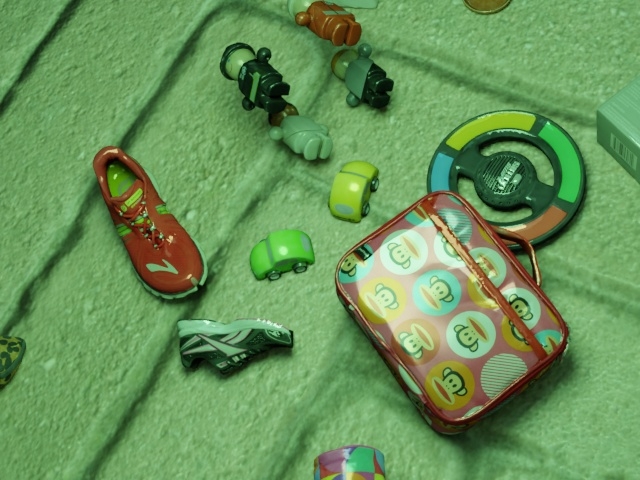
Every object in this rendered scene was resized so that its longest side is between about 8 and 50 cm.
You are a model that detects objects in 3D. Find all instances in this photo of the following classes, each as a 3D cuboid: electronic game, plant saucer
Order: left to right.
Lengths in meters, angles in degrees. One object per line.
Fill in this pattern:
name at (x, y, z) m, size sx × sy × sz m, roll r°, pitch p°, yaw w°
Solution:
plant saucer at (0.264, -0.392, 1.965) m, size 0.083 × 0.013 × 0.083 m, roll -5°, pitch 65°, yaw 12°
electronic game at (0.267, -0.088, 1.801) m, size 0.229 × 0.048 × 0.229 m, roll -5°, pitch 64°, yaw 11°

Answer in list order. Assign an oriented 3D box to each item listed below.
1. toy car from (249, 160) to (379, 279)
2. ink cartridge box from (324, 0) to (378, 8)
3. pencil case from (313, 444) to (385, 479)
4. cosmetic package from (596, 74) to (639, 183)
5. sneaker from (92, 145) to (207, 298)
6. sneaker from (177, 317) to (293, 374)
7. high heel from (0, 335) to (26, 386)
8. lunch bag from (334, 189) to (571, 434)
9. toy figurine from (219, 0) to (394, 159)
toy car at (0.000, 0.000, 1.821) m, size 0.225 × 0.053 × 0.239 m, roll -17°, pitch 62°, yaw 5°
ink cartridge box at (0.034, -0.540, 1.925) m, size 0.131 × 0.306 × 0.226 m, roll 10°, pitch 68°, yaw 17°
pencil case at (0.047, 0.386, 1.607) m, size 0.104 × 0.104 × 0.236 m, roll -9°, pitch 65°, yaw 9°
cosmetic package at (0.519, -0.195, 1.763) m, size 0.238 × 0.107 × 0.127 m, roll -35°, pitch 62°, yaw -7°
sneaker at (-0.270, -0.029, 1.863) m, size 0.107 × 0.118 × 0.279 m, roll -35°, pitch 62°, yaw -3°
sneaker at (-0.120, 0.154, 1.779) m, size 0.178 × 0.072 × 0.077 m, roll -3°, pitch 76°, yaw 21°
high heel at (-0.575, 0.169, 1.885) m, size 0.261 × 0.093 × 0.186 m, roll 28°, pitch 52°, yaw 36°
lunch bag at (0.188, 0.087, 1.684) m, size 0.258 × 0.120 × 0.293 m, roll -35°, pitch 74°, yaw -9°
toy figurine at (-0.020, -0.248, 1.859) m, size 0.213 × 0.209 × 0.148 m, roll -44°, pitch 47°, yaw -2°
